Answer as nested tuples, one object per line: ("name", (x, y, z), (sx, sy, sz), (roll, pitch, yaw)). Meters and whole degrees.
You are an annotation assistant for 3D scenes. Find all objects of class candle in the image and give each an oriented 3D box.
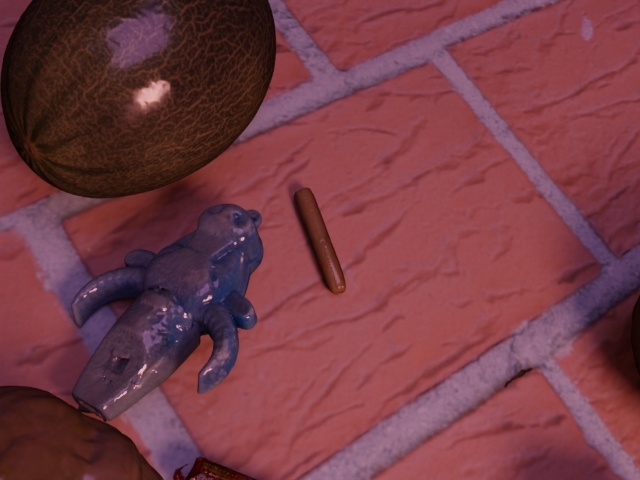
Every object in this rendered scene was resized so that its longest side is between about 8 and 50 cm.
("candle", (-0.075, 0.240, 0.788), (0.131, 0.052, 0.052), (25, 58, -2))

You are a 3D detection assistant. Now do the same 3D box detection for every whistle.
("whistle", (-0.141, 0.063, 0.843), (0.180, 0.093, 0.269), (22, 55, 25))

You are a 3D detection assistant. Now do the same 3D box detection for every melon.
("melon", (-0.183, -0.176, 0.874), (0.237, 0.237, 0.301), (39, 61, 7))

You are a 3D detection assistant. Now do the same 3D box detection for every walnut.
("walnut", (-0.225, 0.235, 0.645), (0.249, 0.248, 0.248), (7, 61, -13))

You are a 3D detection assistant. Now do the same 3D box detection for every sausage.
("sausage", (0.000, 0.000, 0.957), (0.024, 0.024, 0.132), (-11, 65, -21))

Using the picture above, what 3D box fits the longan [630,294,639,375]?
("longan", (0.483, 0.107, 0.914), (0.301, 0.243, 0.300), (12, 46, -13))
